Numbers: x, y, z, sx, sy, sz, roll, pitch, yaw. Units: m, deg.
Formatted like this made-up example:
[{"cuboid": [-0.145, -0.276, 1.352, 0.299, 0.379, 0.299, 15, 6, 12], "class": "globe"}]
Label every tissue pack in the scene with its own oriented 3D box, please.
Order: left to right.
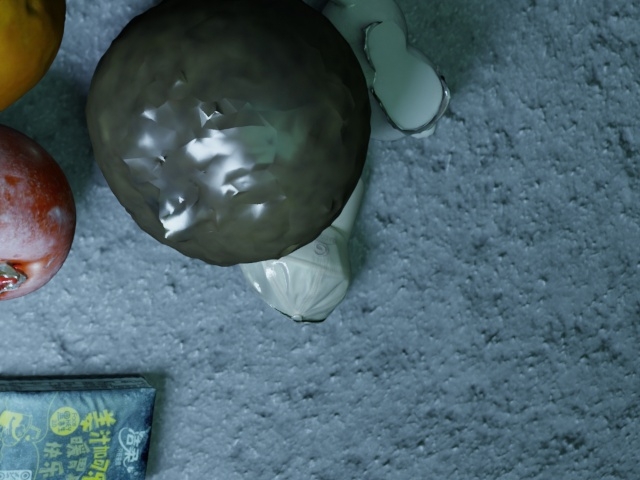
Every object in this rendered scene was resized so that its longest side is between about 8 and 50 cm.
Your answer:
[{"cuboid": [-0.384, 0.301, 1.906, 0.257, 0.081, 0.185, 2, 105, -29], "class": "tissue pack"}]

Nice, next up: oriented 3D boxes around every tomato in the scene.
[{"cuboid": [-0.458, -0.040, 1.665, 0.270, 0.270, 0.227, -5, 64, -27], "class": "tomato"}]

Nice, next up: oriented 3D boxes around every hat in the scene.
[{"cuboid": [0.000, 0.000, 1.990, 0.219, 0.164, 0.226, 18, 118, -33], "class": "hat"}]

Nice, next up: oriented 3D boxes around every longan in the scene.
[{"cuboid": [-0.125, -0.157, 1.727, 0.391, 0.391, 0.391, -9, 109, -26], "class": "longan"}]

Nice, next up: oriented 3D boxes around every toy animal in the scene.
[{"cuboid": [0.089, -0.297, 1.929, 0.208, 0.154, 0.325, -19, 116, -26], "class": "toy animal"}]

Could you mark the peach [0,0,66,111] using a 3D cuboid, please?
[{"cuboid": [-0.485, -0.300, 1.528, 0.301, 0.343, 0.343, -20, 118, 10], "class": "peach"}]
